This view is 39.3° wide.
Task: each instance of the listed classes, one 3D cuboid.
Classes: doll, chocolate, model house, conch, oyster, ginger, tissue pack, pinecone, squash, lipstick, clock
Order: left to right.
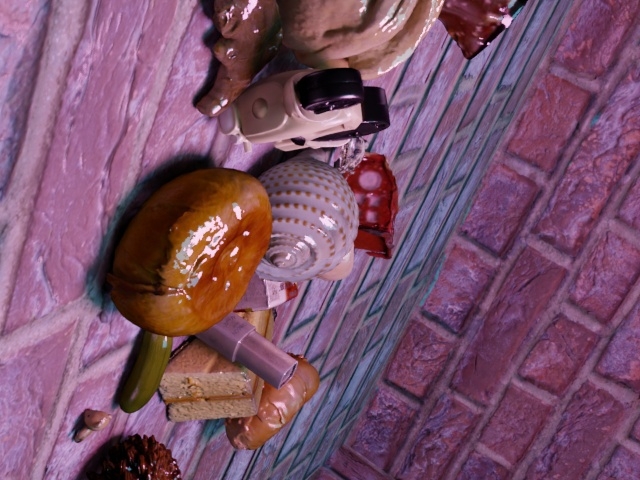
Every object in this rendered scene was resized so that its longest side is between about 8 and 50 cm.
[{"bbox_3d":[-0.456,0.376,1.789,0.061,0.051,0.093,-40,158,-59],"label":"doll"},{"bbox_3d":[-0.405,0.533,1.963,0.221,0.221,0.221,-49,161,-24],"label":"pinecone"},{"bbox_3d":[-0.352,0.259,1.837,0.069,0.069,0.258,-25,145,-59],"label":"squash"},{"bbox_3d":[-0.169,0.224,1.958,0.079,0.253,0.077,-40,156,-47],"label":"lipstick"},{"bbox_3d":[-0.111,-0.347,1.425,0.166,0.080,0.333,-29,146,-34],"label":"ginger"},{"bbox_3d":[-0.132,0.106,2.051,0.149,0.106,0.099,-15,98,-64],"label":"tissue pack"},{"bbox_3d":[-0.022,-0.227,1.607,0.379,0.277,0.120,7,74,-72],"label":"clock"},{"bbox_3d":[-0.021,-0.047,1.908,0.319,0.215,0.303,-50,146,-29],"label":"conch"},{"bbox_3d":[0.058,-0.211,2.006,0.252,0.087,0.199,72,12,-56],"label":"oyster"},{"bbox_3d":[0.128,-0.104,2.353,0.196,0.160,0.253,72,24,-67],"label":"model house"},{"bbox_3d":[0.352,-0.602,1.999,0.340,0.210,0.225,-58,-167,-11],"label":"chocolate"}]

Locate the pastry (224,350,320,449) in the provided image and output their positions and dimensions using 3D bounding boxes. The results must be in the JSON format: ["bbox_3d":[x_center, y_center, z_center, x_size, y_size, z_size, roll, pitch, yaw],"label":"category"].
[{"bbox_3d":[-0.152,0.425,2.450,0.284,0.184,0.316,-47,175,39],"label":"pastry"}]

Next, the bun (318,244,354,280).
[{"bbox_3d":[0.000,0.000,2.168,0.128,0.178,0.193,-14,131,-19],"label":"bun"}]

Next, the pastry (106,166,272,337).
[{"bbox_3d":[-0.227,0.017,1.620,0.356,0.164,0.356,-45,153,-31],"label":"pastry"}]

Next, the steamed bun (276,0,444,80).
[{"bbox_3d":[0.101,-0.456,1.570,0.372,0.230,0.324,-47,157,-23],"label":"steamed bun"}]

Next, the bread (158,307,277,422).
[{"bbox_3d":[-0.241,0.257,2.203,0.345,0.242,0.404,95,-1,-49],"label":"bread"}]
